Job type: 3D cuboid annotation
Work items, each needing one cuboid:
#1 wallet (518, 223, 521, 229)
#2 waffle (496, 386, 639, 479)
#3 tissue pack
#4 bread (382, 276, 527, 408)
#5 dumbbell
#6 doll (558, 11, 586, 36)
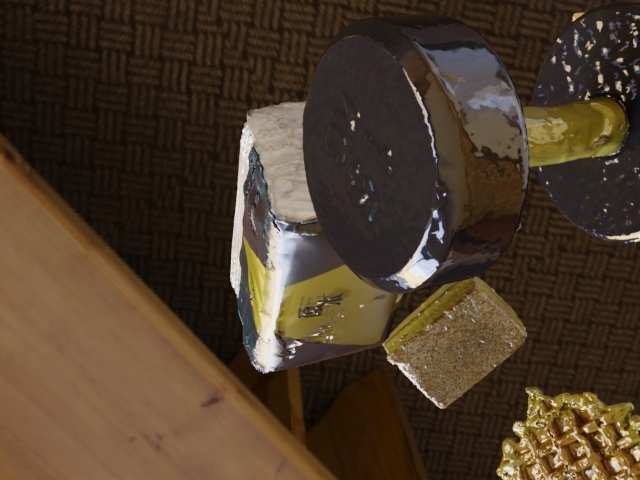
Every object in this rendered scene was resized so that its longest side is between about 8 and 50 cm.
[{"bbox_3d":[0.278,-0.088,1.467,0.141,0.059,0.202,-24,121,-22],"label":"wallet"},{"bbox_3d":[0.338,0.317,1.097,0.052,0.254,0.245,6,94,-46],"label":"waffle"},{"bbox_3d":[0.000,0.000,1.386,0.264,0.253,0.417,-8,144,-17],"label":"tissue pack"},{"bbox_3d":[0.260,0.190,1.665,0.234,0.110,0.184,-41,115,14],"label":"bread"},{"bbox_3d":[0.167,-0.082,0.688,0.322,0.203,0.204,-10,117,-28],"label":"dumbbell"},{"bbox_3d":[0.530,-0.390,1.676,0.117,0.291,0.086,17,94,7],"label":"doll"}]
